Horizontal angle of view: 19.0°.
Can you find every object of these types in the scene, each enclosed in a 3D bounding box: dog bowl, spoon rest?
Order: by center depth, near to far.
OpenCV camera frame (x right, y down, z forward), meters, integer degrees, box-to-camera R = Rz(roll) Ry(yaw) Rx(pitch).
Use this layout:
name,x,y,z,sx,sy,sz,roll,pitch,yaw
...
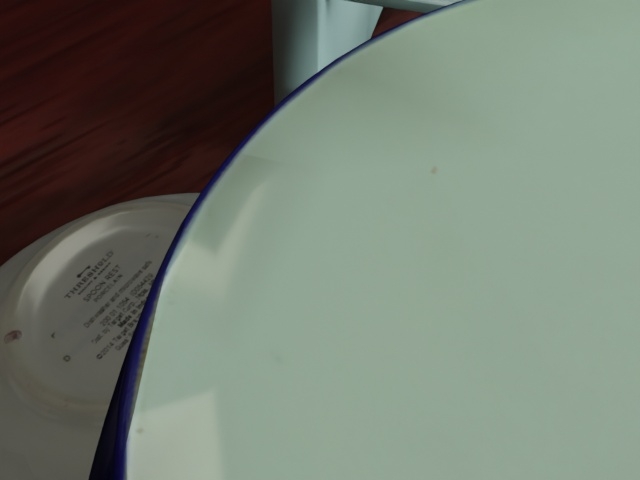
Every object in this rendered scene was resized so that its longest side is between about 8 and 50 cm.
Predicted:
name,x,y,z,sx,sy,sz,roll,pitch,yaw
dog bowl,0.078,0.075,0.428,0.265,0.104,0.265,5,60,-9
spoon rest,0.000,0.000,0.569,0.276,0.084,0.137,-43,54,-18

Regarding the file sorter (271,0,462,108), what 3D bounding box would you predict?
name,x,y,z,sx,sy,sz,roll,pitch,yaw
file sorter,0.088,-0.181,0.674,0.173,0.278,0.193,10,46,11
